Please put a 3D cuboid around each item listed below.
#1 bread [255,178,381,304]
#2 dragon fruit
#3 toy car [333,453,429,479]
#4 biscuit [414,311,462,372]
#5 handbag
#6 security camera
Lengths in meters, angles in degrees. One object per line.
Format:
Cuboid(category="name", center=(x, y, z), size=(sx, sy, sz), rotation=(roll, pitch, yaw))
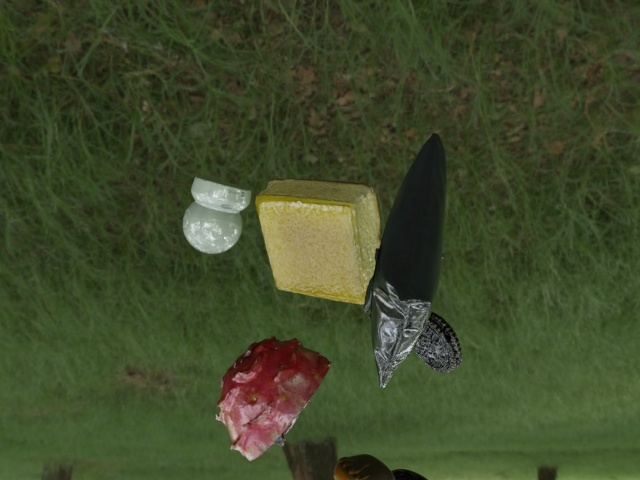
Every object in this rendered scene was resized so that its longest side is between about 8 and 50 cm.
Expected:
Cuboid(category="bread", center=(0.000, 0.000, 1.611), size=(0.333, 0.143, 0.323), rotation=(8, 121, 31))
Cuboid(category="dragon fruit", center=(-0.161, 0.439, 1.712), size=(0.386, 0.249, 0.371), rotation=(-48, 178, 8))
Cuboid(category="toy car", center=(0.173, 0.704, 1.579), size=(0.341, 0.240, 0.271), rotation=(-1, -174, -23))
Cuboid(category="biscuit", center=(0.312, 0.278, 1.615), size=(0.053, 0.194, 0.194), rotation=(-28, 168, -24))
Cuboid(category="handbag", center=(0.108, 0.029, 0.714), size=(0.089, 0.254, 0.211), rotation=(11, 142, 8))
Cuboid(category="security camera", center=(-0.330, -0.071, 1.839), size=(0.195, 0.236, 0.194), rotation=(13, -172, -2))
